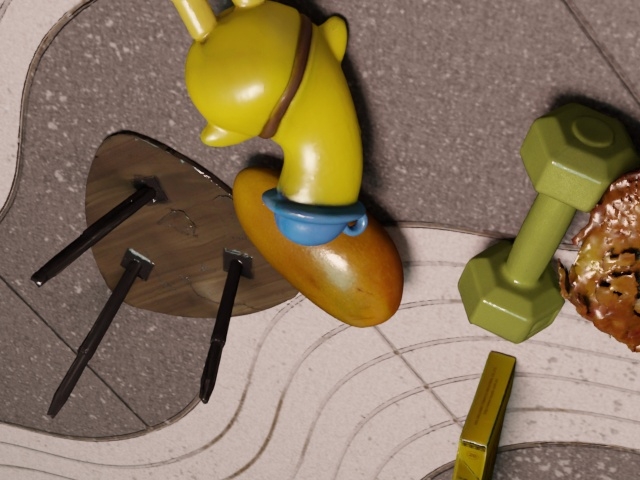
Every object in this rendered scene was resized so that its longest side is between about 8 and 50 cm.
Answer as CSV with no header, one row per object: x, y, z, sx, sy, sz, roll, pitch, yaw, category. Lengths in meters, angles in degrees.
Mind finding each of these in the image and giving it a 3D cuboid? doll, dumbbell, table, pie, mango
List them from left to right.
-0.237,0.060,1.777,0.317,0.249,0.317,14,135,15,table
-0.037,-0.150,1.552,0.199,0.145,0.363,-31,116,-1,doll
0.000,0.000,1.704,0.253,0.113,0.138,42,139,-3,mango
0.245,-0.014,1.565,0.108,0.121,0.302,46,141,24,dumbbell
0.395,0.015,1.485,0.308,0.085,0.308,-5,132,-6,pie

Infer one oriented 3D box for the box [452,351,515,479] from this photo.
0.199,0.290,1.836,0.041,0.153,0.279,17,135,12,box
